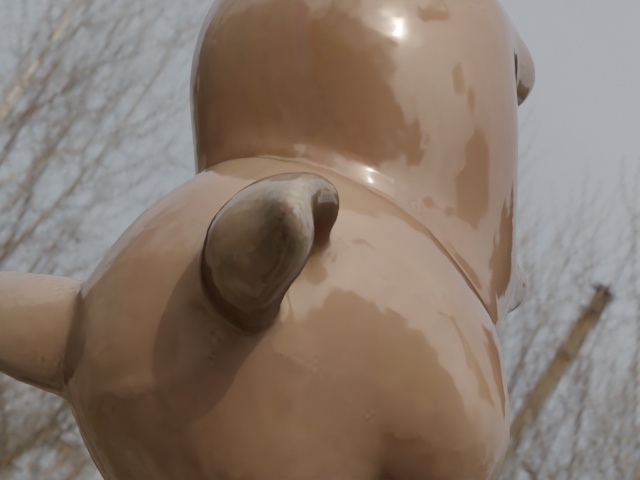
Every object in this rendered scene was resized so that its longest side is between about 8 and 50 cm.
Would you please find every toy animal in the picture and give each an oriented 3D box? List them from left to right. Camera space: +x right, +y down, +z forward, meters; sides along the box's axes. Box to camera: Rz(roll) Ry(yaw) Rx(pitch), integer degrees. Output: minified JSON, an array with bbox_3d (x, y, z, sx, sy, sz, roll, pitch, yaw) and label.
[{"bbox_3d":[0.000,0.000,0.690,0.269,0.326,0.237,6,-14,-43],"label":"toy animal"}]
